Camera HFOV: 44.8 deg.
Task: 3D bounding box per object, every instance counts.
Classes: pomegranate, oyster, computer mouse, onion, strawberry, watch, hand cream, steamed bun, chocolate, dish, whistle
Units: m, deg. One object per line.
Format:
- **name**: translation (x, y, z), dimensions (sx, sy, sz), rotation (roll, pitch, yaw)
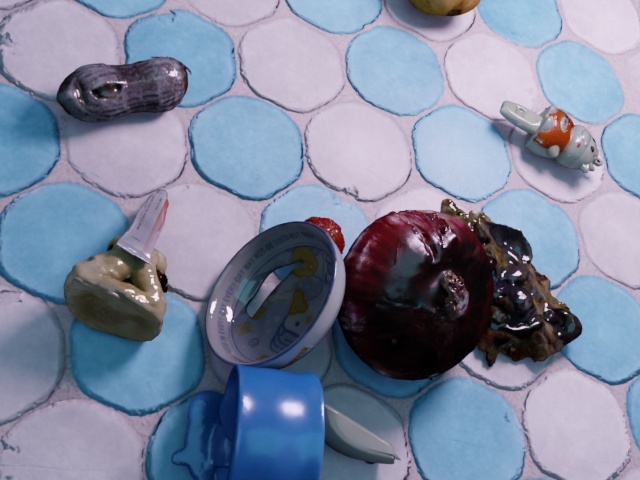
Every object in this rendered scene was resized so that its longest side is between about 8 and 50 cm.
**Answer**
- **pomegranate**: translation (0.268, -0.588, 1.689), dimensions (0.196, 0.196, 0.196), rotation (6, 68, -14)
- **oyster**: translation (0.363, 0.063, 1.510), dimensions (0.221, 0.096, 0.361), rotation (-17, 77, -28)
- **computer mouse**: translation (0.053, 0.339, 1.314), dimensions (0.181, 0.089, 0.056), rotation (32, 74, -5)
- **onion**: translation (0.179, 0.099, 1.351), dimensions (0.314, 0.232, 0.314), rotation (-7, 103, -32)
- **strawberry**: translation (-0.001, 0.000, 1.425), dimensions (0.106, 0.106, 0.106), rotation (6, 68, -14)
- **watch**: translation (-0.096, 0.347, 1.161), dimensions (0.241, 0.274, 0.305), rotation (8, 62, -13)
- **hand cream**: translation (-0.292, -0.030, 1.326), dimensions (0.052, 0.038, 0.216), rotation (7, 30, 0)
- **steamed bun**: translation (-0.323, 0.065, 1.295), dimensions (0.172, 0.141, 0.155), rotation (24, 51, -9)
- **chocolate**: translation (-0.359, -0.278, 1.428), dimensions (0.248, 0.110, 0.110), rotation (-11, 72, -23)
- **dish**: translation (-0.053, 0.115, 1.321), dimensions (0.134, 0.273, 0.273), rotation (44, 56, -41)
- **whistle**: translation (0.496, -0.226, 1.657), dimensions (0.253, 0.106, 0.102), rotation (29, 23, -3)
